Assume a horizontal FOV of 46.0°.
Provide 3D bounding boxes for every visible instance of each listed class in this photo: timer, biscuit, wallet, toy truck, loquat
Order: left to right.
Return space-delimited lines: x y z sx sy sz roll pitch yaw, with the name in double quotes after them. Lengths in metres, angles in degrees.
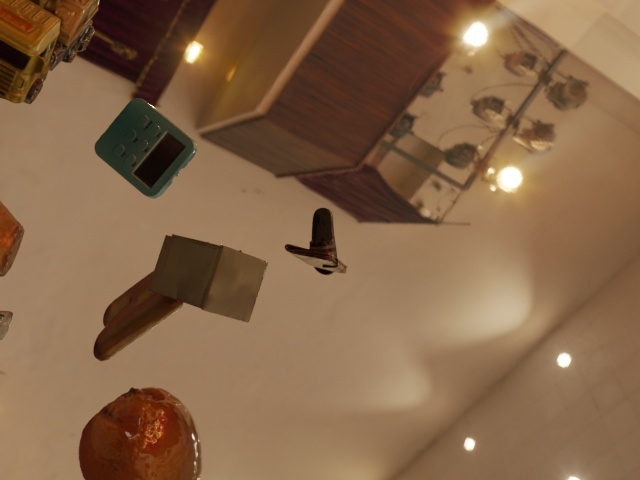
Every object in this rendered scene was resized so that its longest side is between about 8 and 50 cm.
-0.627 -0.491 1.677 0.254 0.181 0.405 -53 -166 39 "toy truck"
-0.470 0.173 1.974 0.291 0.062 0.237 -34 -153 15 "biscuit"
-0.388 0.471 1.682 0.276 0.283 0.276 -29 177 -2 "loquat"
-0.536 -0.282 2.328 0.232 0.250 0.091 -51 168 -1 "timer"
-0.004 0.038 1.450 0.176 0.095 0.026 45 59 -75 "wallet"

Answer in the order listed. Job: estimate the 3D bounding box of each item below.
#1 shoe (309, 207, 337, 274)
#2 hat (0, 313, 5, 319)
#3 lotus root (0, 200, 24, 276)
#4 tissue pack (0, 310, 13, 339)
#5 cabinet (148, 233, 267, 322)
0.000 0.000 1.950 0.071 0.049 0.179 -6 -102 24 "shoe"
-0.730 0.138 1.499 0.138 0.191 0.077 6 -77 43 "hat"
-0.565 -0.009 1.057 0.193 0.291 0.193 -176 -90 -86 "lotus root"
-0.953 0.231 2.062 0.122 0.193 0.026 -63 -145 33 "tissue pack"
-0.257 0.080 1.718 0.206 0.145 0.150 12 -98 42 "cabinet"
